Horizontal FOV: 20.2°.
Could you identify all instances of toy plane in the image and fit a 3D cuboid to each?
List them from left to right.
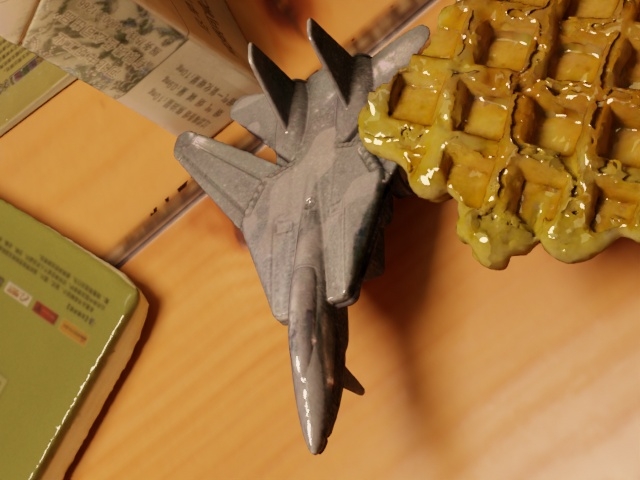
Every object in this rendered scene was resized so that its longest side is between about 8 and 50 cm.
[{"bbox_3d":[0.007,0.005,1.025,0.212,0.088,0.267,-20,58,27],"label":"toy plane"}]

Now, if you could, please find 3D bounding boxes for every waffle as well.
[{"bbox_3d":[0.146,-0.117,0.969,0.291,0.051,0.291,-7,64,15],"label":"waffle"}]

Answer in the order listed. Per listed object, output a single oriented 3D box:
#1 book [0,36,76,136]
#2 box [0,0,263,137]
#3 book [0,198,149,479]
[{"bbox_3d":[-0.230,-0.171,1.290,0.168,0.013,0.192,-34,59,20],"label":"book"},{"bbox_3d":[-0.151,-0.173,1.089,0.069,0.256,0.164,-37,58,16],"label":"box"},{"bbox_3d":[-0.270,0.139,1.200,0.239,0.035,0.352,30,92,38],"label":"book"}]
